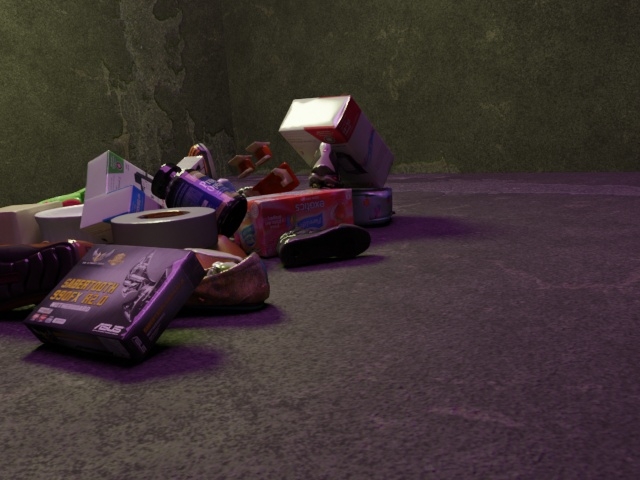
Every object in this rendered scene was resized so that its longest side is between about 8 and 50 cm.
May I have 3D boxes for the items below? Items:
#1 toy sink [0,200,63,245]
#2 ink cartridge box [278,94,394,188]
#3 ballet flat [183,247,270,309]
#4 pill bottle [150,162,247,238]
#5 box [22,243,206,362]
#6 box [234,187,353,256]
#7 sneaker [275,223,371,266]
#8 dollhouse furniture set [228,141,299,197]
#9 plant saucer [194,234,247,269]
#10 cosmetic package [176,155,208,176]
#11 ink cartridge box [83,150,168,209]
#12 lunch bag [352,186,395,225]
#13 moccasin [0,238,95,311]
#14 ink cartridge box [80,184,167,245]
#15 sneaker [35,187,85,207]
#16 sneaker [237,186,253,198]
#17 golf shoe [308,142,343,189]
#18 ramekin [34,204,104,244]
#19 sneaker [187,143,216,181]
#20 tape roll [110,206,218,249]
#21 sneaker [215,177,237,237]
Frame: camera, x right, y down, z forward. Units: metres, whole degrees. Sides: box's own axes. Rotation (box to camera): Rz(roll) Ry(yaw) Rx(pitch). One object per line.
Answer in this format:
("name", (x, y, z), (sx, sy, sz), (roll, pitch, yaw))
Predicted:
("toy sink", (-0.843, -0.023, 1.727), (0.131, 0.152, 0.234), (-3, 11, 8))
("ink cartridge box", (0.056, -0.292, 1.861), (0.226, 0.131, 0.306), (4, -30, 39))
("ballet flat", (-0.266, 0.073, 1.088), (0.349, 0.123, 0.123), (-4, 11, 1))
("pill bottle", (-0.299, -0.101, 1.490), (0.219, 0.122, 0.123), (29, 19, 12))
("box", (-0.321, 0.089, 0.953), (0.231, 0.056, 0.183), (3, 45, 32))
("box", (-0.071, -0.056, 1.622), (0.300, 0.142, 0.154), (-12, 13, -38))
("sneaker", (0.000, 0.000, 1.449), (0.228, 0.087, 0.130), (-12, 19, -14))
("dollhouse furniture set", (-0.179, -0.135, 1.867), (0.259, 0.261, 0.135), (-34, -5, 24))
("plant saucer", (-0.349, 0.051, 1.335), (0.333, 0.080, 0.333), (-4, 10, 5))
("cosmetic package", (-0.331, -0.098, 1.641), (0.061, 0.238, 0.098), (0, 30, 17))
("ink cartridge box", (-0.498, -0.113, 1.581), (0.087, 0.152, 0.208), (-25, -34, 24))
("lunch bag", (0.099, -0.107, 1.935), (0.280, 0.107, 0.224), (-1, 8, 11))
("moccasin", (-0.553, 0.061, 1.171), (0.381, 0.139, 0.147), (-14, -10, 23))
("ink cartridge box", (-0.452, -0.036, 1.480), (0.148, 0.085, 0.203), (-16, -32, 20))
("sneaker", (-0.706, -0.104, 1.983), (0.484, 0.185, 0.202), (-6, 10, 9))
("sneaker", (-0.301, -0.150, 2.356), (0.276, 0.106, 0.110), (-1, 1, 14))
("golf shoe", (0.022, -0.208, 1.793), (0.105, 0.120, 0.273), (5, -1, 0))
("ramekin", (-0.636, -0.024, 1.698), (0.278, 0.135, 0.277), (-5, 11, 1))
("sneaker", (-0.403, -0.120, 1.728), (0.180, 0.320, 0.124), (-11, 40, -32))
("tape roll", (-0.332, -0.022, 1.305), (0.220, 0.072, 0.219), (-4, 11, 1))
("sneaker", (-0.243, -0.086, 1.721), (0.080, 0.211, 0.081), (-40, 43, -24))
